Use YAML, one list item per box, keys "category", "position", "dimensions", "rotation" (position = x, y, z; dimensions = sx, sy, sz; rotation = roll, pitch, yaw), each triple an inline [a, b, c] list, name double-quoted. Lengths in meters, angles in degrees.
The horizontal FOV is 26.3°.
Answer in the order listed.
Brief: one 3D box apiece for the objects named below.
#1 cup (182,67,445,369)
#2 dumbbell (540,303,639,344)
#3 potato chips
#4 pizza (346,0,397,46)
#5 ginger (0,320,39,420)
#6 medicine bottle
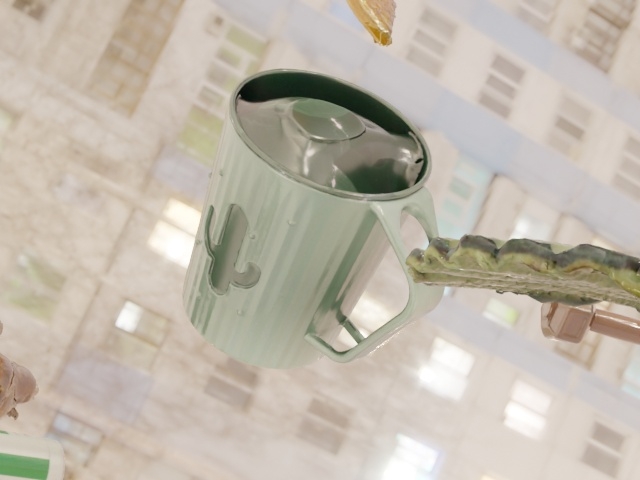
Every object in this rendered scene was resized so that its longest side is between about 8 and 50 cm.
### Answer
- category: "cup"
  position: [-0.023, -0.003, 2.046]
  dimensions: [0.401, 0.310, 0.392]
  rotation: [-112, -145, -46]
- category: "dumbbell"
  position: [0.415, 0.120, 1.878]
  dimensions: [0.082, 0.230, 0.092]
  rotation: [-98, -153, -66]
- category: "potato chips"
  position: [0.317, 0.058, 1.553]
  dimensions: [0.358, 0.429, 0.070]
  rotation: [1, -100, 64]
- category: "pizza"
  position: [0.084, -0.409, 2.361]
  dimensions: [0.041, 0.178, 0.131]
  rotation: [-39, 173, 29]
- category: "ginger"
  position: [-0.639, 0.205, 2.229]
  dimensions: [0.274, 0.357, 0.152]
  rotation: [-78, -171, -59]
- category: "medicine bottle"
  position: [-0.479, 0.297, 1.859]
  dimensions: [0.095, 0.260, 0.095]
  rotation: [-24, -122, 46]
